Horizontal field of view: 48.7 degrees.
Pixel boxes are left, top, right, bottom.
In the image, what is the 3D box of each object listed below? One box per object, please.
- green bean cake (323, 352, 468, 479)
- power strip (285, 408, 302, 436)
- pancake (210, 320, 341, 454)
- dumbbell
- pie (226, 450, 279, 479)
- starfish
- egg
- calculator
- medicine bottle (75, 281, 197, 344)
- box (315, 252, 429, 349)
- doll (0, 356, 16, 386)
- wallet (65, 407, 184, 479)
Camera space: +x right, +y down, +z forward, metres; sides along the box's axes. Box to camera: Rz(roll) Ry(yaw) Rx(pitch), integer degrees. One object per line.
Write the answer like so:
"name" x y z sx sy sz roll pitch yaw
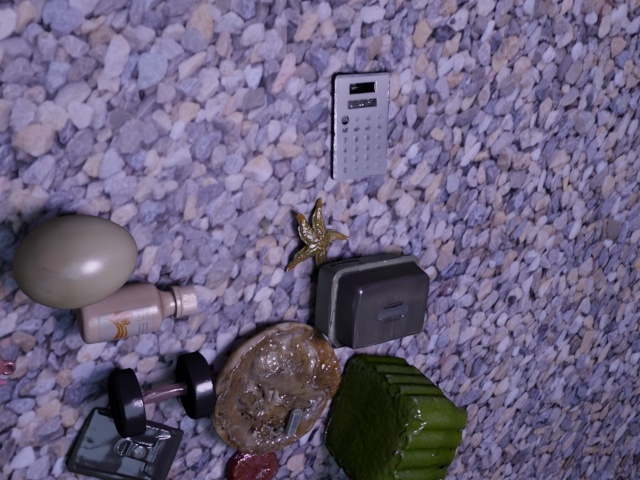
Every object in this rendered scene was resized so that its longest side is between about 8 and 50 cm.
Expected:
"green bean cake" 0.192 0.490 1.882 0.218 0.319 0.335 14 104 -35
"power strip" -0.070 0.472 1.824 0.027 0.017 0.083 2 114 -36
"pancake" -0.113 0.378 1.804 0.386 0.082 0.387 -16 120 -30
"dumbbell" -0.362 0.351 1.614 0.218 0.152 0.153 -11 113 -26
"pie" -0.179 0.608 1.878 0.153 0.038 0.154 -11 112 -28
"starfish" 0.000 0.000 1.757 0.175 0.053 0.208 -14 121 -35
"egg" -0.485 0.041 1.412 0.241 0.186 0.186 -11 113 -28
"calculator" 0.098 -0.280 1.720 0.161 0.021 0.262 -11 113 -26
"medicine bottle" -0.397 0.149 1.544 0.252 0.114 0.114 -10 112 -27
"box" 0.133 0.151 1.793 0.290 0.166 0.221 -9 114 -35
"doll" -0.749 0.281 1.409 0.261 0.093 0.211 -17 118 -23
"wallet" -0.460 0.499 1.679 0.245 0.052 0.169 26 91 -31
